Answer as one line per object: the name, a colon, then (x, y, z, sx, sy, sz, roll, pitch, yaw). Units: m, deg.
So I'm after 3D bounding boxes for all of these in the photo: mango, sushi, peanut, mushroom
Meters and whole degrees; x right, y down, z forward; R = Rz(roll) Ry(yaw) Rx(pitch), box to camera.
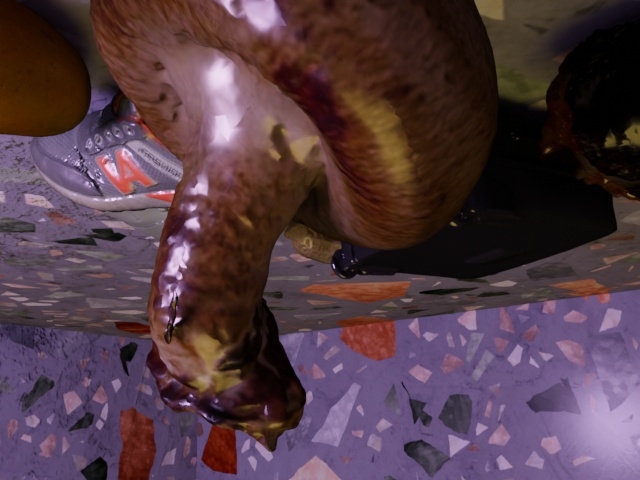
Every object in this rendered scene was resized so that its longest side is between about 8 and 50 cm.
mango: (-0.313, -0.165, 0.596, 0.152, 0.120, 0.221, -7, 170, 28)
sushi: (0.408, -0.135, 0.695, 0.343, 0.196, 0.182, 18, 173, -37)
peanut: (0.000, 0.000, 1.232, 0.093, 0.083, 0.194, 5, 170, 31)
mushroom: (-0.065, -0.087, 0.479, 0.356, 0.331, 0.334, -38, 140, -5)

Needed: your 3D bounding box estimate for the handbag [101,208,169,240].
handbag: (-0.226, -0.072, 0.964, 0.241, 0.109, 0.315, -10, 157, 22)

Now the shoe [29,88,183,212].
shoe: (-0.215, -0.129, 0.721, 0.337, 0.132, 0.171, 7, 143, 13)

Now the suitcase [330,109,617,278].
suitcase: (0.223, -0.046, 0.923, 0.339, 0.188, 0.345, 8, 159, -25)
